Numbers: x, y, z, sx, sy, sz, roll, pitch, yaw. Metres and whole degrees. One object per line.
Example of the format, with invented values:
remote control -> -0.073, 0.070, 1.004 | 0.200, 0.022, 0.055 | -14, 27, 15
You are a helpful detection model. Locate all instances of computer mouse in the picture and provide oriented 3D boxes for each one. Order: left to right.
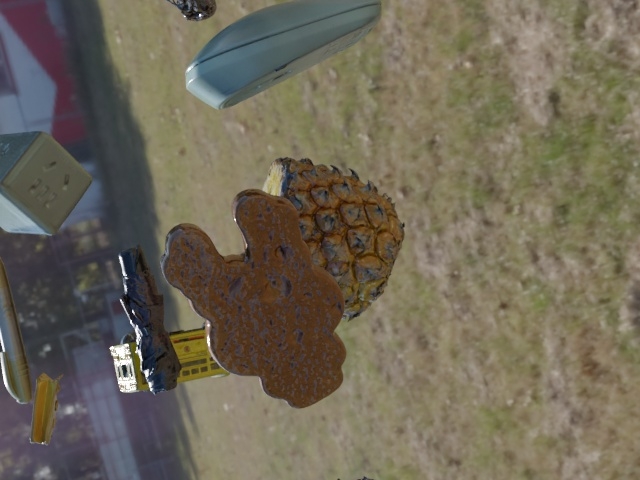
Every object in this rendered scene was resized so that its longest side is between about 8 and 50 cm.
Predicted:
computer mouse -> -0.056, -0.275, 1.222 | 0.097, 0.288, 0.159 | 61, 171, -2

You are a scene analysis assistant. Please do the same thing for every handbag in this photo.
handbag -> -0.346, 0.211, 1.122 | 0.061, 0.027, 0.083 | -168, 86, -80

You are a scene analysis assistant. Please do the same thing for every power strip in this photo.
power strip -> -0.547, -0.102, 1.607 | 0.224, 0.140, 0.139 | 2, 145, 43

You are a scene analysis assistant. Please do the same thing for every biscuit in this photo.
biscuit -> -0.073, 0.090, 1.224 | 0.334, 0.202, 0.047 | 60, 177, -24

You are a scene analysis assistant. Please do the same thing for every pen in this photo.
pen -> -0.476, 0.135, 1.348 | 0.032, 0.040, 0.234 | -8, 96, 43

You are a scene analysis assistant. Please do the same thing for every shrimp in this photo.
shrimp -> -0.207, -0.384, 1.375 | 0.165, 0.065, 0.057 | 38, -128, -66

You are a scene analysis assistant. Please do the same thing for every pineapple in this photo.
pineapple -> 0.000, 0.003, 1.870 | 0.352, 0.300, 0.352 | -58, 19, 33

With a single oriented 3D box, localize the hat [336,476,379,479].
hat -> 0.144, 0.657, 2.137 | 0.140, 0.129, 0.227 | 0, 150, 45

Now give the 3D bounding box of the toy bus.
toy bus -> -0.322, 0.270, 2.141 | 0.144, 0.330, 0.152 | -18, 81, 55

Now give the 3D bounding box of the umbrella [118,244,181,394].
umbrella -> -0.372, 0.170, 1.919 | 0.094, 0.090, 0.326 | -95, -8, -83
